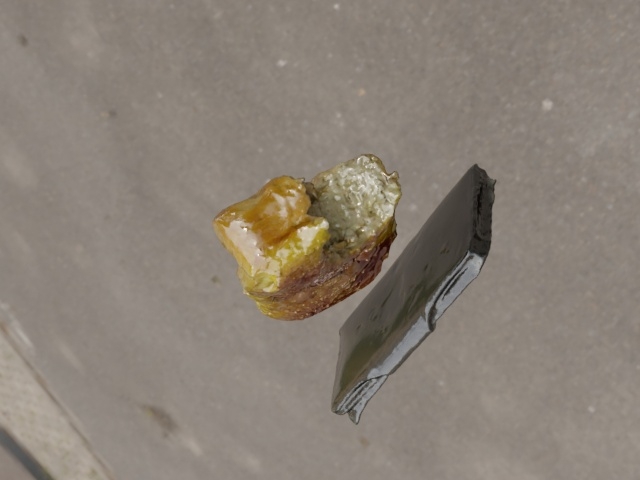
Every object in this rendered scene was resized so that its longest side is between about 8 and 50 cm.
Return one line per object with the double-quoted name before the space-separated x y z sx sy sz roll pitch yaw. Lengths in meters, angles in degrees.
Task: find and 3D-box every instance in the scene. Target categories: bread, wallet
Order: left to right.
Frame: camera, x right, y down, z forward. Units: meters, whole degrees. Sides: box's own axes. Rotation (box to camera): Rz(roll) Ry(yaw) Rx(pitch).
"bread" 0.000 0.000 1.092 0.109 0.185 0.380 63 178 8
"wallet" 0.118 0.077 1.427 0.051 0.197 0.378 24 128 -13
